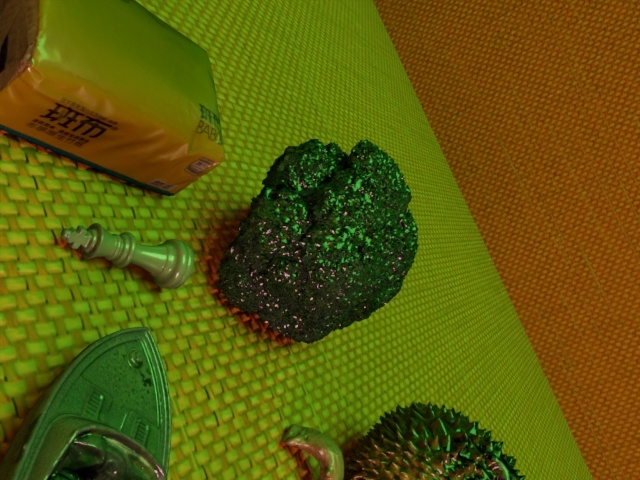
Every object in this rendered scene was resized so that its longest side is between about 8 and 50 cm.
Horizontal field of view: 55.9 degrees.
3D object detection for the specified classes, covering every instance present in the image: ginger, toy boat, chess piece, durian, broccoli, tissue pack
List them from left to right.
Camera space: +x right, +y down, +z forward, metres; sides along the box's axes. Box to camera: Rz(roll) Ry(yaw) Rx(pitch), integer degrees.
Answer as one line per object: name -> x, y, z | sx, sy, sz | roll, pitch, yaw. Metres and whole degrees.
toy boat -> -0.183, 0.195, 0.482 | 0.141, 0.092, 0.319 | 49, 27, -33
tissue pack -> -0.242, -0.188, 0.694 | 0.271, 0.134, 0.192 | 22, 48, -55
chess piece -> -0.214, 0.012, 0.660 | 0.149, 0.059, 0.059 | 21, 47, -46
broccoli -> 0.000, 0.000, 0.869 | 0.307, 0.308, 0.275 | 51, -10, -26
ginger -> 0.014, 0.360, 0.732 | 0.089, 0.075, 0.287 | 103, -25, -59
durian -> 0.166, 0.360, 0.837 | 0.291, 0.225, 0.291 | 42, 28, -28
